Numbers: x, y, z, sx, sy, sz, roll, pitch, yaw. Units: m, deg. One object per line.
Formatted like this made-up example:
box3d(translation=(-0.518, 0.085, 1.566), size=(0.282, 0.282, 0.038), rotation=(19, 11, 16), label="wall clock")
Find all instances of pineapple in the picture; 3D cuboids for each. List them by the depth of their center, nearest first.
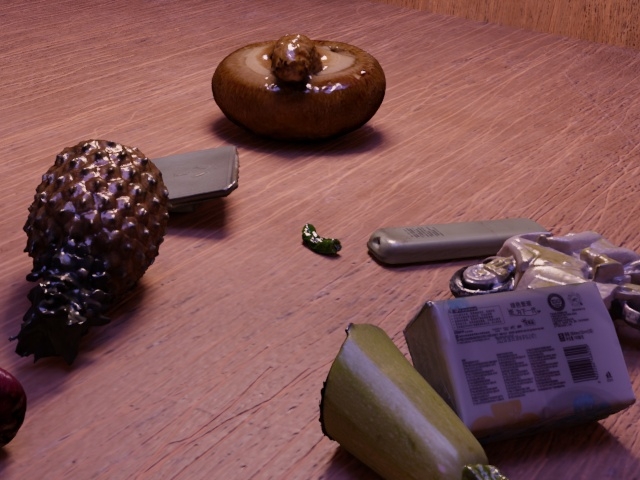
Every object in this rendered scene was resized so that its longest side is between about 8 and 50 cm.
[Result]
box3d(translation=(-0.323, 0.017, 1.483), size=(0.202, 0.202, 0.362), rotation=(6, 34, 5), label="pineapple")

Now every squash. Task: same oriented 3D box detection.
box3d(translation=(0.097, 0.225, 1.179), size=(0.137, 0.137, 0.287), rotation=(-11, 40, -31), label="squash")

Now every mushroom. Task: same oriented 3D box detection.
box3d(translation=(-0.049, -0.313, 2.269), size=(0.345, 0.239, 0.345), rotation=(24, 19, -9), label="mushroom")

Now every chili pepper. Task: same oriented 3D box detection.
box3d(translation=(-0.001, 0.001, 1.760), size=(0.030, 0.034, 0.091), rotation=(28, 1, -44), label="chili pepper")

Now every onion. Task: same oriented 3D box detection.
box3d(translation=(-0.368, 0.177, 1.189), size=(0.107, 0.107, 0.097), rotation=(-4, 35, -19), label="onion")

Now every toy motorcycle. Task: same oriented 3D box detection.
box3d(translation=(0.371, 0.055, 1.594), size=(0.341, 0.108, 0.223), rotation=(9, 29, 29), label="toy motorcycle")

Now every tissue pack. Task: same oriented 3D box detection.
box3d(translation=(0.222, 0.153, 1.313), size=(0.229, 0.145, 0.159), rotation=(-6, 69, -23), label="tissue pack")

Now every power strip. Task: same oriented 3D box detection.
box3d(translation=(-0.235, -0.085, 1.867), size=(0.213, 0.064, 0.198), rotation=(-9, 25, 3), label="power strip")

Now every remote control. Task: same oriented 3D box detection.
box3d(translation=(0.225, -0.003, 1.787), size=(0.309, 0.038, 0.090), rotation=(-5, 24, -22), label="remote control")
